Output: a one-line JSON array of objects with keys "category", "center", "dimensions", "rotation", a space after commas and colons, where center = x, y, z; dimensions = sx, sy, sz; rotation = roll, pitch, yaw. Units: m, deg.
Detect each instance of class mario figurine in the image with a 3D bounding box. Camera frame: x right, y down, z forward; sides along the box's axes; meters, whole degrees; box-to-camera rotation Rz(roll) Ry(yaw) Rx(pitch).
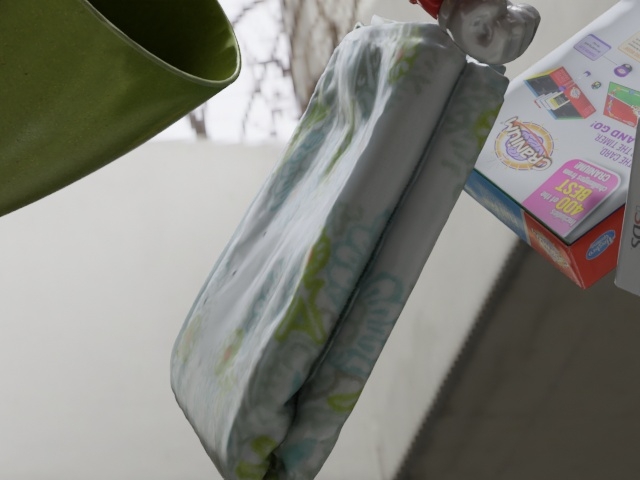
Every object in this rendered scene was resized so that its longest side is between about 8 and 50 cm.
[{"category": "mario figurine", "center": [0.081, -0.236, 1.148], "dimensions": [0.198, 0.320, 0.170], "rotation": [35, -80, -15]}]

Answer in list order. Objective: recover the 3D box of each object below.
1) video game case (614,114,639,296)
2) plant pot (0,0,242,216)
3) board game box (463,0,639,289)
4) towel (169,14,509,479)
[{"category": "video game case", "center": [0.271, 0.001, 1.160], "dimensions": [0.157, 0.019, 0.143], "rotation": [24, -47, 28]}, {"category": "plant pot", "center": [-0.268, -0.145, 1.530], "dimensions": [0.293, 0.274, 0.275], "rotation": [-41, -44, 20]}, {"category": "board game box", "center": [0.303, -0.119, 1.752], "dimensions": [0.316, 0.242, 0.064], "rotation": [-36, -48, -8]}, {"category": "towel", "center": [0.000, 0.000, 1.376], "dimensions": [0.090, 0.320, 0.374], "rotation": [26, -88, -12]}]
